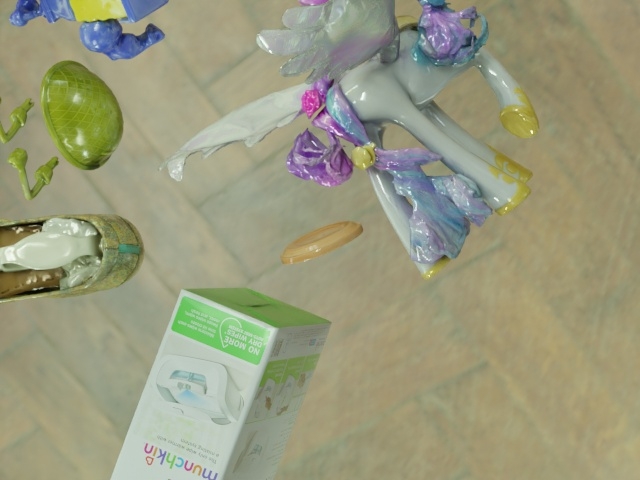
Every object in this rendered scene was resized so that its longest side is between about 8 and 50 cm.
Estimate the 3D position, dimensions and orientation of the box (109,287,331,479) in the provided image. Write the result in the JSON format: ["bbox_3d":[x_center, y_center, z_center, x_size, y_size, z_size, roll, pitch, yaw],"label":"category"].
[{"bbox_3d":[-0.104,0.181,1.956,0.127,0.262,0.231,22,95,13],"label":"box"}]

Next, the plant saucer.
[{"bbox_3d":[0.000,0.000,1.632,0.083,0.083,0.013,-17,101,33],"label":"plant saucer"}]

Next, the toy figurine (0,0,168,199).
[{"bbox_3d":[-0.248,-0.240,1.804,0.217,0.191,0.362,-10,110,30],"label":"toy figurine"}]

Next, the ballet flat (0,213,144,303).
[{"bbox_3d":[-0.390,0.026,2.086,0.349,0.123,0.123,-7,113,11],"label":"ballet flat"}]

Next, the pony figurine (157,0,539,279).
[{"bbox_3d":[0.049,-0.148,1.751,0.363,0.351,0.303,50,134,-2],"label":"pony figurine"}]
